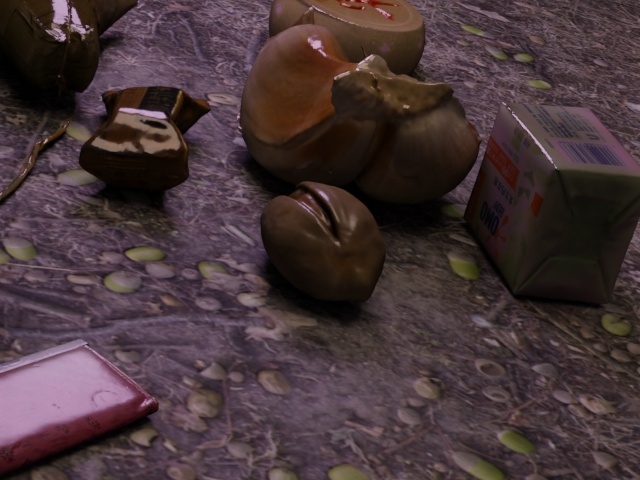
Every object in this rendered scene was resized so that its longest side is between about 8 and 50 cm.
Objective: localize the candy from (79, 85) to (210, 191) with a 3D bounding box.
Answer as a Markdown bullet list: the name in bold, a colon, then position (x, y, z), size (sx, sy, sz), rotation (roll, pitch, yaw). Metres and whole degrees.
- **candy**: position (-0.210, -0.138, 1.800), size (0.143, 0.101, 0.271), rotation (7, 21, -5)

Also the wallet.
- **wallet**: position (-0.263, 0.149, 1.292), size (0.119, 0.025, 0.232), rotation (33, 31, 31)

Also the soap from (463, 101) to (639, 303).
- **soap**: position (0.285, -0.048, 1.798), size (0.138, 0.182, 0.199), rotation (3, 30, -19)

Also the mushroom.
- **mushroom**: position (-0.345, -0.088, 1.713), size (0.026, 0.028, 0.286), rotation (-21, 15, 23)

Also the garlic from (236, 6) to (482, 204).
- **garlic**: position (0.044, -0.164, 1.865), size (0.286, 0.249, 0.313), rotation (-14, 16, -19)

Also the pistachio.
- **pistachio**: position (0.000, 0.000, 1.633), size (0.124, 0.124, 0.185), rotation (1, 24, -28)

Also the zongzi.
- **zongzi**: position (-0.311, -0.289, 1.992), size (0.300, 0.145, 0.274), rotation (0, 34, -41)

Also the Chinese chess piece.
- **Chinese chess piece**: position (0.043, -0.334, 2.308), size (0.251, 0.097, 0.251), rotation (13, 27, -7)
